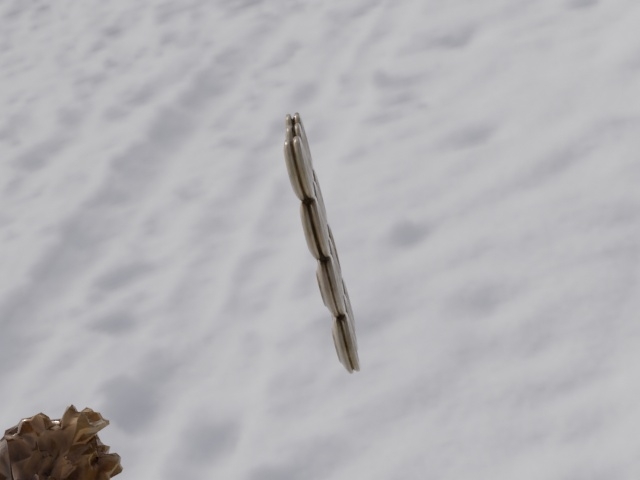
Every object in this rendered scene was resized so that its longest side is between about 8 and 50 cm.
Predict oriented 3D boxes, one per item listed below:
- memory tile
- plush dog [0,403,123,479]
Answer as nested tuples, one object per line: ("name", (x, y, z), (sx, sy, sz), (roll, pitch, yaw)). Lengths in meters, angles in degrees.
("memory tile", (0.000, 0.000, 0.968), (0.012, 0.148, 0.113), (-14, 16, 3))
("plush dog", (0.016, 0.159, 0.444), (0.225, 0.262, 0.210), (8, 64, -22))
